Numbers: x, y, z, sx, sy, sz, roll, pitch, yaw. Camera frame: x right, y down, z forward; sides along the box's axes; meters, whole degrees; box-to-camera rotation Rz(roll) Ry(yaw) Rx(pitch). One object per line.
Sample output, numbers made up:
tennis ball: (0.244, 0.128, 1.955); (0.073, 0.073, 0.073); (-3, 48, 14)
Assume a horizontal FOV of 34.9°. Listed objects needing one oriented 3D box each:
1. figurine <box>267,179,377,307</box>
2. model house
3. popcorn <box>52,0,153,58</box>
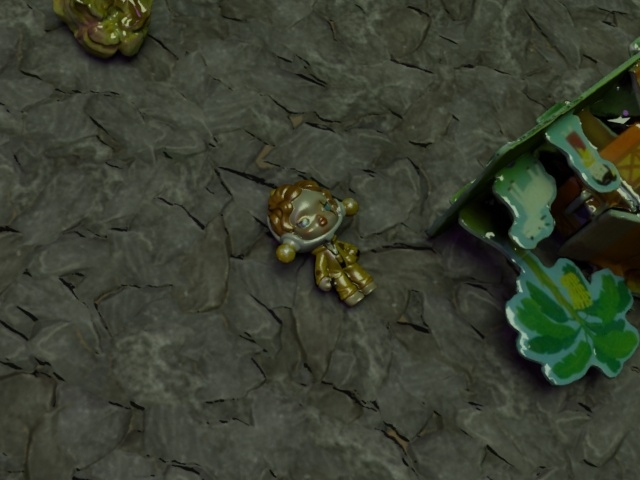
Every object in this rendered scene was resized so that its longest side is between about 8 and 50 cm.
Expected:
figurine: (0.004, -0.002, 1.057); (0.143, 0.068, 0.101); (31, 66, -9)
model house: (0.335, -0.018, 1.033); (0.357, 0.242, 0.313); (-35, 78, -25)
popcorn: (-0.238, -0.260, 1.123); (0.109, 0.089, 0.097); (32, 52, 9)
